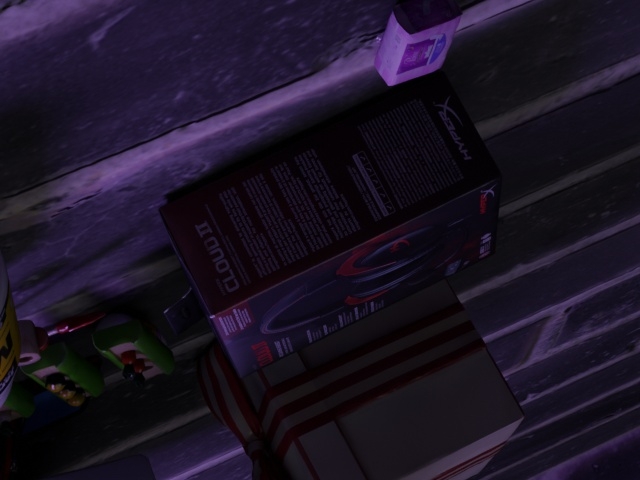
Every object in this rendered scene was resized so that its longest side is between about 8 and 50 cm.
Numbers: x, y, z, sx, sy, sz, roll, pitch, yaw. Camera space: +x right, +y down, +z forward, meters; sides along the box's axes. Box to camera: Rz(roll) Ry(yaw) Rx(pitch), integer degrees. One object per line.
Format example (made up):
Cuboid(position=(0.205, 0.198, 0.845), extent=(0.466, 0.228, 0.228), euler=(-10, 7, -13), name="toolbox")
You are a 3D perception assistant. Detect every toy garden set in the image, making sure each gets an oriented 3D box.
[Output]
Cuboid(position=(-0.263, 0.125, 1.509), extent=(0.244, 0.049, 0.204), euler=(-17, 159, 6), name="toy garden set")

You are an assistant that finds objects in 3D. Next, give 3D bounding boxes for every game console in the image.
Cuboid(position=(-0.263, 0.190, 1.711), extent=(0.085, 0.124, 0.144), euler=(6, 152, -12), name="game console")

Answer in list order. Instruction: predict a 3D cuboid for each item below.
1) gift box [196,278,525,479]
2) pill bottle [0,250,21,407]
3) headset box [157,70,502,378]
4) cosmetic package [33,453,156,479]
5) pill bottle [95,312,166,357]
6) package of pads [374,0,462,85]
Cuboid(position=(0.032, 0.191, 1.851), extent=(0.258, 0.255, 0.276), euler=(-24, 158, -18), name="gift box")
Cuboid(position=(-0.280, 0.064, 1.289), extent=(0.119, 0.119, 0.208), euler=(-23, 162, -13), name="pill bottle")
Cuboid(position=(0.000, 0.000, 1.514), extent=(0.293, 0.110, 0.218), euler=(-26, 162, -5), name="headset box")
Cuboid(position=(-0.288, 0.466, 1.707), extent=(0.329, 0.327, 0.393), euler=(-12, 150, -21), name="cosmetic package")
Cuboid(position=(-0.172, 0.093, 1.631), extent=(0.043, 0.043, 0.083), euler=(-31, 162, 12), name="pill bottle")
Cuboid(position=(0.072, -0.152, 1.332), extent=(0.050, 0.032, 0.083), euler=(-23, 161, -18), name="package of pads")
